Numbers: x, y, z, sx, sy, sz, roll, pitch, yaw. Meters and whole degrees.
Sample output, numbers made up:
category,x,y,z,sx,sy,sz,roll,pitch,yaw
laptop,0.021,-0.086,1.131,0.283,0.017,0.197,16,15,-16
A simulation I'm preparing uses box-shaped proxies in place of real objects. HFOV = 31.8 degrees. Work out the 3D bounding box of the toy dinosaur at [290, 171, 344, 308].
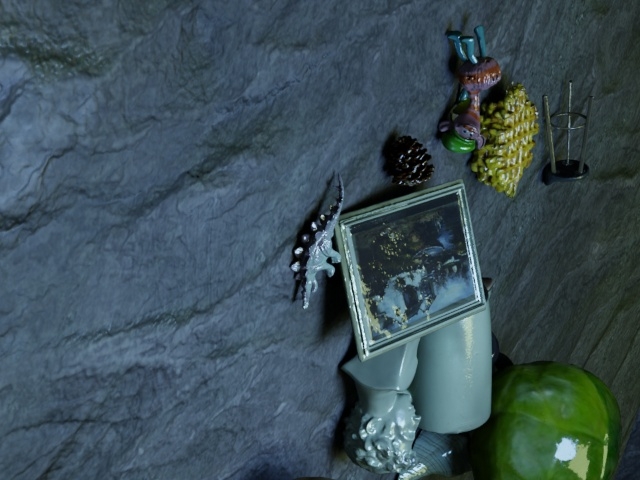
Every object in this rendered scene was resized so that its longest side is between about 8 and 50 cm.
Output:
category,x,y,z,sx,sy,sz,roll,pitch,yaw
toy dinosaur,0.002,0.000,1.648,0.082,0.039,0.209,20,88,-58

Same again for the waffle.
category,x,y,z,sx,sy,sz,roll,pitch,yaw
waffle,0.343,-0.191,2.078,0.193,0.070,0.197,36,71,-58

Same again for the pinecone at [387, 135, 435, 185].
category,x,y,z,sx,sy,sz,roll,pitch,yaw
pinecone,0.141,-0.126,1.780,0.077,0.077,0.083,-39,126,-43

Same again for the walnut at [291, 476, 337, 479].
category,x,y,z,sx,sy,sz,roll,pitch,yaw
walnut,0.004,0.498,1.692,0.296,0.285,0.285,38,71,-35

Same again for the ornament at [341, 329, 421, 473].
category,x,y,z,sx,sy,sz,roll,pitch,yaw
ornament,0.098,0.254,1.864,0.120,0.130,0.285,-29,122,-57

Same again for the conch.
category,x,y,z,sx,sy,sz,roll,pitch,yaw
conch,0.253,0.405,2.196,0.234,0.114,0.137,-11,107,-53

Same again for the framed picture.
category,x,y,z,sx,sy,sz,roll,pitch,yaw
framed picture,0.152,0.041,1.786,0.296,0.019,0.232,-19,101,-37

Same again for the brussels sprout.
category,x,y,z,sx,sy,sz,roll,pitch,yaw
brussels sprout,0.429,0.376,2.139,0.354,0.281,0.289,47,43,-71

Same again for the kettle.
category,x,y,z,sx,sy,sz,roll,pitch,yaw
kettle,0.199,0.200,1.972,0.240,0.165,0.255,-14,119,-23

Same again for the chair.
category,x,y,z,sx,sy,sz,roll,pitch,yaw
chair,0.515,-0.208,2.318,0.104,0.095,0.221,-29,130,-35

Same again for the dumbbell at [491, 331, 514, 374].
category,x,y,z,sx,sy,sz,roll,pitch,yaw
dumbbell,0.324,0.243,2.236,0.100,0.100,0.191,-63,148,-15

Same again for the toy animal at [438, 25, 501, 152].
category,x,y,z,sx,sy,sz,roll,pitch,yaw
toy animal,0.248,-0.255,1.887,0.103,0.100,0.208,-101,-172,-65
